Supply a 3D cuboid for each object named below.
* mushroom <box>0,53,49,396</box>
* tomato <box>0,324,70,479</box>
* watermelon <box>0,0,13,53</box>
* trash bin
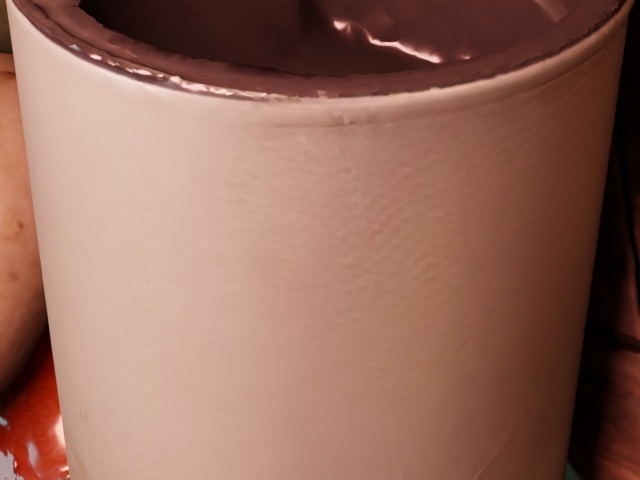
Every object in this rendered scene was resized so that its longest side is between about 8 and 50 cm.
[{"bbox_3d":[-0.347,-0.019,1.028,0.294,0.362,0.362,32,-155,-47],"label":"mushroom"},{"bbox_3d":[-0.189,0.147,1.239,0.341,0.272,0.341,26,119,58],"label":"tomato"},{"bbox_3d":[-0.164,-0.267,0.818,0.359,0.279,0.279,119,137,-52],"label":"watermelon"},{"bbox_3d":[0.000,0.000,0.564,0.277,0.217,0.262,31,136,34],"label":"trash bin"}]
